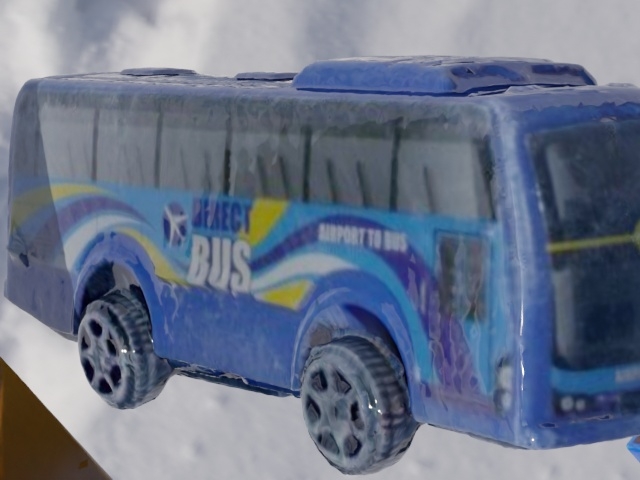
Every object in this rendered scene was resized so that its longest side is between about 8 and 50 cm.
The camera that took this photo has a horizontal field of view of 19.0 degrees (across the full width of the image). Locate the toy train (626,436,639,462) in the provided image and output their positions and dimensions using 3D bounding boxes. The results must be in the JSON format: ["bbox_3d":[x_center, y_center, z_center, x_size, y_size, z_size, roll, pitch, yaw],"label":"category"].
[{"bbox_3d":[0.176,0.062,0.665,0.204,0.131,0.083,-47,106,-16],"label":"toy train"}]

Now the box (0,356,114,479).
[{"bbox_3d":[-0.179,0.036,0.520,0.237,0.152,0.070,49,41,-20],"label":"box"}]

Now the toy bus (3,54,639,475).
[{"bbox_3d":[-0.002,-0.001,0.496,0.079,0.236,0.094,-13,102,-36],"label":"toy bus"}]
